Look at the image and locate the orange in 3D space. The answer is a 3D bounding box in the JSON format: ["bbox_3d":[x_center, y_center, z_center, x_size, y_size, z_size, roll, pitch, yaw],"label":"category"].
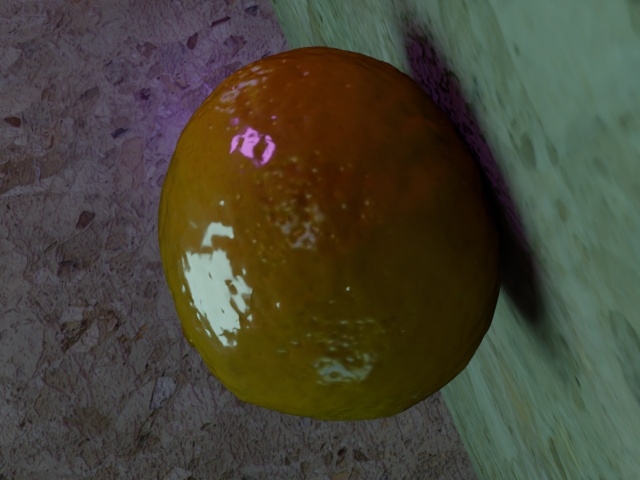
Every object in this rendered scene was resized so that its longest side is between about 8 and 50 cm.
[{"bbox_3d":[0.002,-0.002,0.408,0.177,0.155,0.177,159,90,-79],"label":"orange"}]
